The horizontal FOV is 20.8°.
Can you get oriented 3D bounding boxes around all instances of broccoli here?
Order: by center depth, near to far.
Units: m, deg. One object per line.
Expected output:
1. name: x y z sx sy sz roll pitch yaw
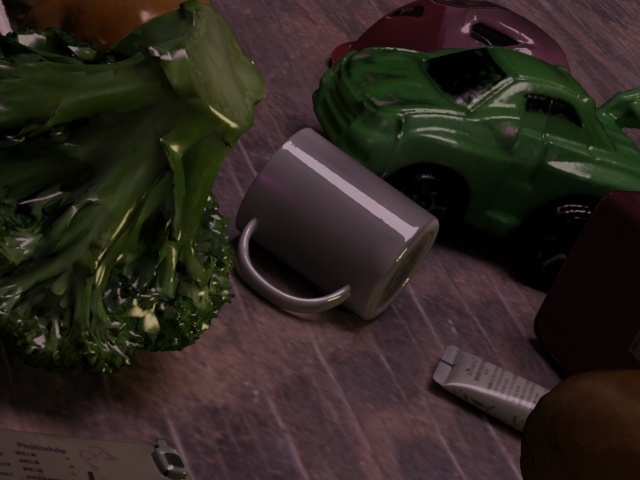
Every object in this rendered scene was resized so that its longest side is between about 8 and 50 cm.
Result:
1. broccoli: -0.152 -0.048 1.065 0.269 0.242 0.261 50 28 -31

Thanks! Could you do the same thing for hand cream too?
1. hand cream: 0.176 0.138 1.326 0.195 0.042 0.067 27 30 5

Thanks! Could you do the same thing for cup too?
1. cup: 0.002 0.001 1.351 0.133 0.136 0.099 36 -11 12

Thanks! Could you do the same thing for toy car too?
1. toy car: 0.177 -0.091 1.621 0.359 0.176 0.213 19 24 -24

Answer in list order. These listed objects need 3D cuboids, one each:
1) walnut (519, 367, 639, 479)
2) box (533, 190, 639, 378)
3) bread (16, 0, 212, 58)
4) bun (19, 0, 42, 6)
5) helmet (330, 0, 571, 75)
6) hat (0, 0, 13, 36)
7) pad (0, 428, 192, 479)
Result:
1. walnut: 0.230 0.223 0.815 0.384 0.383 0.383 25 23 -12
2. box: 0.319 0.090 1.414 0.168 0.193 0.294 2 35 -34
3. bread: -0.168 -0.122 1.292 0.133 0.174 0.251 16 31 -24
4. bun: -0.226 -0.342 1.614 0.361 0.213 0.361 24 22 -10
5. helmet: 0.156 -0.182 1.829 0.253 0.154 0.198 42 26 16
6. hat: -0.331 -0.119 1.213 0.214 0.149 0.244 -8 81 -42
7. pad: -0.160 0.148 0.934 0.265 0.009 0.159 12 29 -36
